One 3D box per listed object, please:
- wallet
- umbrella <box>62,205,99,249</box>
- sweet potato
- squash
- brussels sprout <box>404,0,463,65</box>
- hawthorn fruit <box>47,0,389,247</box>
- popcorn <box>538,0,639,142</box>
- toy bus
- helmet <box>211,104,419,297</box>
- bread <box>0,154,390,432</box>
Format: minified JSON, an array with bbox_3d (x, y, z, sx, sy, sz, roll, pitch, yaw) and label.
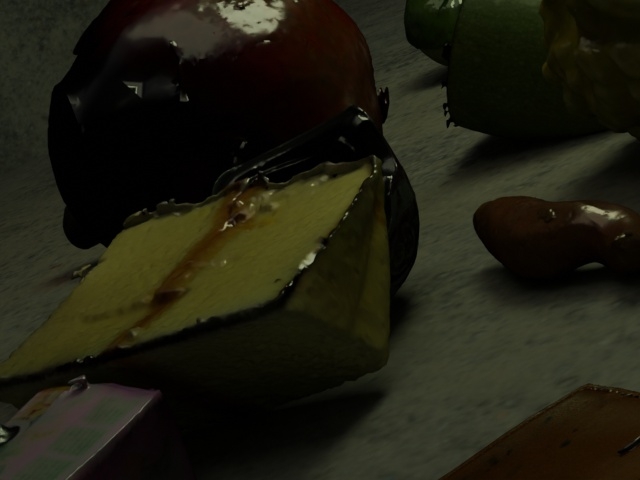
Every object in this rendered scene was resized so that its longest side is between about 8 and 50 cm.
[{"bbox_3d":[0.081,0.126,0.618,0.195,0.042,0.161,-31,10,-19],"label":"wallet"},{"bbox_3d":[-0.141,-0.059,1.602,0.357,0.113,0.106,-16,13,41],"label":"umbrella"},{"bbox_3d":[0.150,-0.001,0.980,0.055,0.058,0.202,18,-3,-28],"label":"sweet potato"},{"bbox_3d":[0.257,-0.164,1.361,0.260,0.189,0.189,13,27,19],"label":"squash"},{"bbox_3d":[0.187,-0.292,1.907,0.145,0.131,0.183,0,31,49],"label":"brussels sprout"},{"bbox_3d":[-0.095,-0.101,1.307,0.316,0.316,0.316,-23,13,5],"label":"hawthorn fruit"},{"bbox_3d":[0.274,-0.188,1.129,0.249,0.225,0.249,-19,9,3],"label":"popcorn"},{"bbox_3d":[-0.179,0.169,0.798,0.112,0.090,0.274,-9,19,30],"label":"toy bus"},{"bbox_3d":[0.007,0.003,1.085,0.153,0.107,0.177,-24,48,21],"label":"helmet"},{"bbox_3d":[-0.084,0.016,0.970,0.240,0.135,0.178,-17,58,29],"label":"bread"}]
